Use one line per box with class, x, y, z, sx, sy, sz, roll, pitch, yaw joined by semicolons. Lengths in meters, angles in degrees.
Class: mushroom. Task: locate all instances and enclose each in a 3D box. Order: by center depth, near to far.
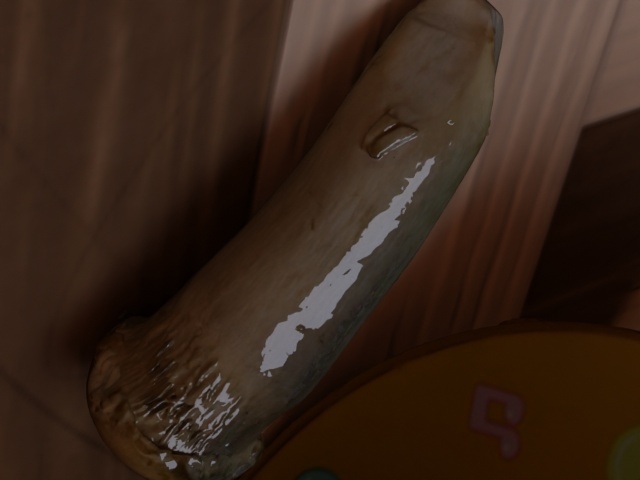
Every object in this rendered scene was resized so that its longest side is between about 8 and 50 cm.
mushroom;0.000;0.000;0.715;0.209;0.071;0.084;-50;151;8

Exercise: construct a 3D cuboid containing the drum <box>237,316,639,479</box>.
drum;0.134;0.248;0.808;0.214;0.431;0.431;18;116;-50
